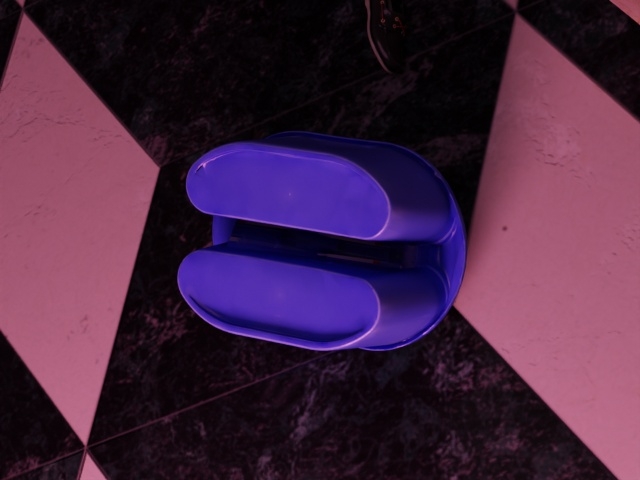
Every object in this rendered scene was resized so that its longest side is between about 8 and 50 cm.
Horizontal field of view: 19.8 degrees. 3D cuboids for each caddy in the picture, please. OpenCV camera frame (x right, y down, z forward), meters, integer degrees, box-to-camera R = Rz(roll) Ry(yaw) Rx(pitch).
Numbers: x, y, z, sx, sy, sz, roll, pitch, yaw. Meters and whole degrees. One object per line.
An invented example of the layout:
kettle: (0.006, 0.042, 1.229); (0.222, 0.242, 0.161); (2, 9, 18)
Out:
caddy: (0.000, 0.000, 2.105); (0.341, 0.179, 0.241); (10, 97, 30)

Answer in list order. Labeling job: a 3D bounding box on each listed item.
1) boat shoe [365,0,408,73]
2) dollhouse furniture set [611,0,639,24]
boat shoe: (0.084, -0.265, 2.243); (0.042, 0.049, 0.133); (-23, 56, 27)
dollhouse furniture set: (0.421, -0.337, 1.982); (0.242, 0.161, 0.212); (-47, 26, 20)
